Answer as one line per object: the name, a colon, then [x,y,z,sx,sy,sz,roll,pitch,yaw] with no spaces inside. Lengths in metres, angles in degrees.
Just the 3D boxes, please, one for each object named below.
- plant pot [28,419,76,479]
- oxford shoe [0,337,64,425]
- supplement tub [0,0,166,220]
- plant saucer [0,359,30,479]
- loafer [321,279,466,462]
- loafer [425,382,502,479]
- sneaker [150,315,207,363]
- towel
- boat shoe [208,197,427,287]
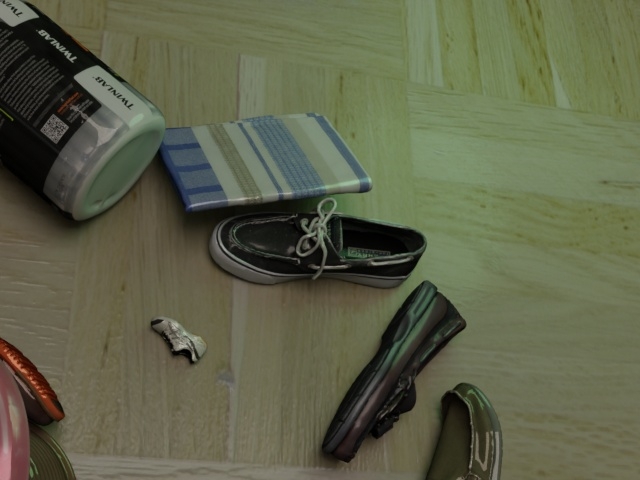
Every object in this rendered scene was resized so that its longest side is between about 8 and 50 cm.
plant pot: [-0.386,0.292,1.045,0.237,0.109,0.237,8,60,-15]
oxford shoe: [-0.426,0.147,1.134,0.271,0.097,0.098,37,75,11]
supplement tub: [-0.382,-0.190,1.260,0.316,0.193,0.193,40,58,5]
plant saucer: [-0.439,0.249,0.944,0.084,0.332,0.332,34,50,-54]
loafer: [0.110,0.183,1.273,0.095,0.109,0.302,36,55,-1]
loafer: [0.184,0.306,1.233,0.087,0.094,0.251,8,60,-19]
sneaker: [-0.191,0.131,1.242,0.083,0.032,0.037,30,57,0]
towel: [-0.086,-0.115,1.365,0.285,0.034,0.209,-9,40,-23]
boat shoe: [0.000,0.004,1.331,0.306,0.105,0.113,11,60,-13]
